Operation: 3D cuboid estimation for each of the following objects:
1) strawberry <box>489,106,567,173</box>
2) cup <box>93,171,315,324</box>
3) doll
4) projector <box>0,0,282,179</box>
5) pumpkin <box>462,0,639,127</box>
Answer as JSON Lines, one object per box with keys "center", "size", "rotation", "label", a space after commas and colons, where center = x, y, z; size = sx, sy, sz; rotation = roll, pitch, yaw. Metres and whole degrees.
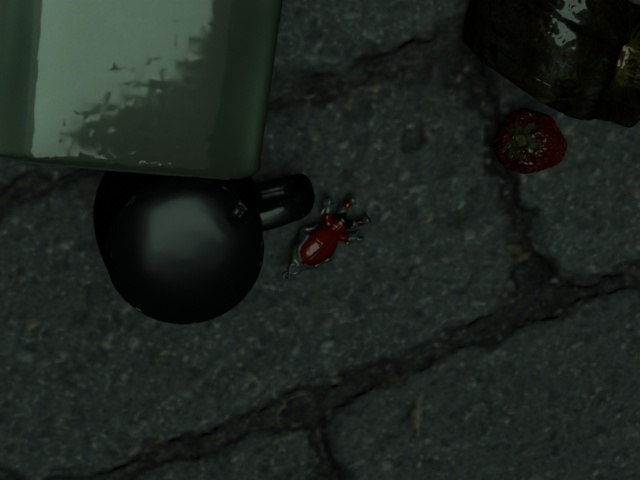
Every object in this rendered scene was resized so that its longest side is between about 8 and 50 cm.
{"center": [0.225, -0.103, 1.245], "size": [0.083, 0.073, 0.073], "rotation": [4, 112, -49], "label": "strawberry"}
{"center": [-0.112, -0.019, 1.151], "size": [0.223, 0.176, 0.169], "rotation": [-16, 107, -3], "label": "cup"}
{"center": [-0.001, -0.001, 1.249], "size": [0.114, 0.039, 0.057], "rotation": [-41, 138, -3], "label": "doll"}
{"center": [-0.171, -0.207, 1.030], "size": [0.248, 0.248, 0.249], "rotation": [4, 107, -18], "label": "projector"}
{"center": [0.267, -0.192, 1.183], "size": [0.248, 0.126, 0.131], "rotation": [19, 106, -16], "label": "pumpkin"}
